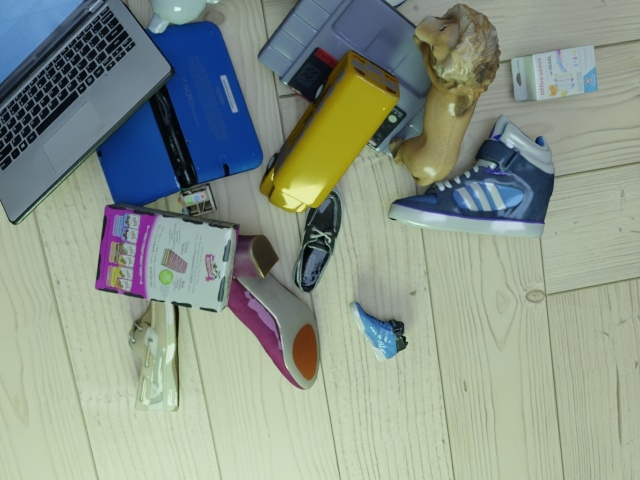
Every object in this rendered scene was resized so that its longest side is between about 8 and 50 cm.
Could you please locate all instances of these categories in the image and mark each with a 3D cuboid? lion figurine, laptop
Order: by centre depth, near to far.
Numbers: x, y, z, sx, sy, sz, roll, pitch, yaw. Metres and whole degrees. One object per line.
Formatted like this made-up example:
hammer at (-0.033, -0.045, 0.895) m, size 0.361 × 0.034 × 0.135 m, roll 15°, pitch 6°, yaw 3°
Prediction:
laptop at (-0.525, -0.319, 1.192) m, size 0.382 × 0.236 × 0.408 m, roll -42°, pitch 59°, yaw 7°
lion figurine at (0.206, -0.217, 1.202) m, size 0.142 × 0.240 × 0.392 m, roll -2°, pitch 128°, yaw -3°

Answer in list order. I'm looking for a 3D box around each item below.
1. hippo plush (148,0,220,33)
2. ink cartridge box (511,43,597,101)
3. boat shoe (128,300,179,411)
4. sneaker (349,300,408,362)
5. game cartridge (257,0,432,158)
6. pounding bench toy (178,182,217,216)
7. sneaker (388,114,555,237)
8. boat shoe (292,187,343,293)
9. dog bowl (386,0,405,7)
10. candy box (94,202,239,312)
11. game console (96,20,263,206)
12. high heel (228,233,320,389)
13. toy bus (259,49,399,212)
hippo plush at (-0.248, -0.502, 1.206) m, size 0.234 × 0.294 × 0.236 m, roll -30°, pitch 113°, yaw 17°
ink cartridge box at (0.453, -0.326, 1.405) m, size 0.143 × 0.090 × 0.092 m, roll -11°, pitch 101°, yaw -6°
boat shoe at (-0.327, 0.195, 1.397) m, size 0.098 × 0.109 × 0.302 m, roll -1°, pitch 106°, yaw -8°
sneaker at (0.125, 0.173, 1.469) m, size 0.085 × 0.058 × 0.152 m, roll -29°, pitch 107°, yaw 5°
game cartridge at (0.088, -0.313, 1.316) m, size 0.355 × 0.068 × 0.230 m, roll 33°, pitch 114°, yaw -20°
pounding bench toy at (-0.244, -0.090, 1.381) m, size 0.065 × 0.052 × 0.083 m, roll -16°, pitch 101°, yaw -4°
sneaker at (0.302, -0.133, 1.413) m, size 0.323 × 0.130 × 0.236 m, roll 6°, pitch 91°, yaw -5°
boat shoe at (0.000, 0.000, 1.417) m, size 0.078 × 0.070 × 0.219 m, roll 12°, pitch 98°, yaw -9°
dog bowl at (0.076, -0.546, 1.312) m, size 0.265 × 0.104 × 0.264 m, roll -1°, pitch 100°, yaw -7°
candy box at (-0.274, 0.029, 1.288) m, size 0.234 × 0.071 × 0.159 m, roll 11°, pitch 99°, yaw 5°
game console at (-0.286, -0.232, 1.342) m, size 0.250 × 0.173 × 0.293 m, roll -20°, pitch 92°, yaw -35°
high heel at (-0.127, 0.141, 1.439) m, size 0.181 × 0.127 × 0.377 m, roll 0°, pitch 119°, yaw 37°
toy bus at (0.008, -0.177, 1.298) m, size 0.108 × 0.130 × 0.332 m, roll 27°, pitch 123°, yaw -17°
